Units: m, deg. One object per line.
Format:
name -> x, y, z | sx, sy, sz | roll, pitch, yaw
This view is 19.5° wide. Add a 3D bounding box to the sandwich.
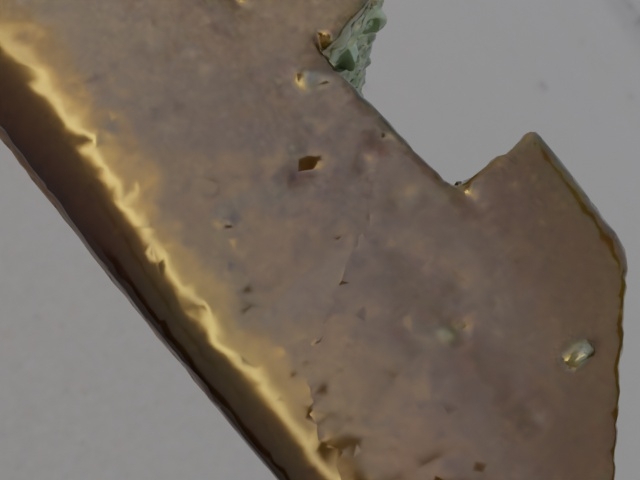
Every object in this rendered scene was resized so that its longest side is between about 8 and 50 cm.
sandwich -> 0.000, 0.000, 0.420 | 0.244, 0.088, 0.090 | 49, -9, 9
